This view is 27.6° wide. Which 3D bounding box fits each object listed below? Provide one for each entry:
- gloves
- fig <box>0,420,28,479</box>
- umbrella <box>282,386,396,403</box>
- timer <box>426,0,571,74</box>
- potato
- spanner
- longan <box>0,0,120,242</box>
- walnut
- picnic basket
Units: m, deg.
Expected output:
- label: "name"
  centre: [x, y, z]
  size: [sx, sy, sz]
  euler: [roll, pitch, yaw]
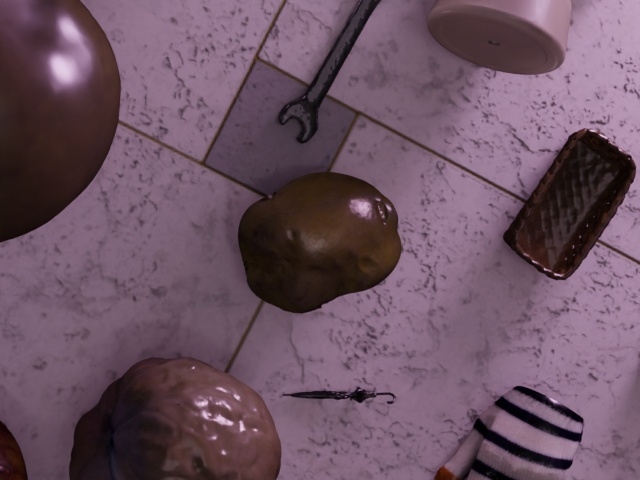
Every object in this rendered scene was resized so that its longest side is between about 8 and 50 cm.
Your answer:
- label: "gloves"
  centre: [0.246, 0.306, 1.702]
  size: [0.140, 0.131, 0.219]
  euler: [31, 81, -12]
- label: "fig"
  centre: [-0.451, 0.304, 1.517]
  size: [0.235, 0.214, 0.235]
  euler: [1, 95, 14]
- label: "umbrella"
  centre: [0.025, 0.200, 1.694]
  size: [0.149, 0.022, 0.022]
  euler: [5, 133, -5]
- label: "timer"
  centre: [0.253, -0.360, 1.615]
  size: [0.175, 0.175, 0.266]
  euler: [22, 78, -14]
- label: "potato"
  centre: [-0.001, -0.002, 1.604]
  size: [0.200, 0.137, 0.154]
  euler: [-18, 131, -10]
- label: "spanner"
  centre: [0.026, -0.240, 1.635]
  size: [0.054, 0.015, 0.254]
  euler: [30, 91, -14]
- label: "longan"
  centre: [-0.396, -0.172, 1.409]
  size: [0.361, 0.361, 0.361]
  euler: [-2, 98, -12]
- label: "walnut"
  centre: [-0.170, 0.264, 1.555]
  size: [0.248, 0.248, 0.248]
  euler: [-2, 98, -12]
- label: "picnic basket"
  centre: [0.325, -0.048, 1.706]
  size: [0.110, 0.055, 0.193]
  euler: [34, 90, -13]
